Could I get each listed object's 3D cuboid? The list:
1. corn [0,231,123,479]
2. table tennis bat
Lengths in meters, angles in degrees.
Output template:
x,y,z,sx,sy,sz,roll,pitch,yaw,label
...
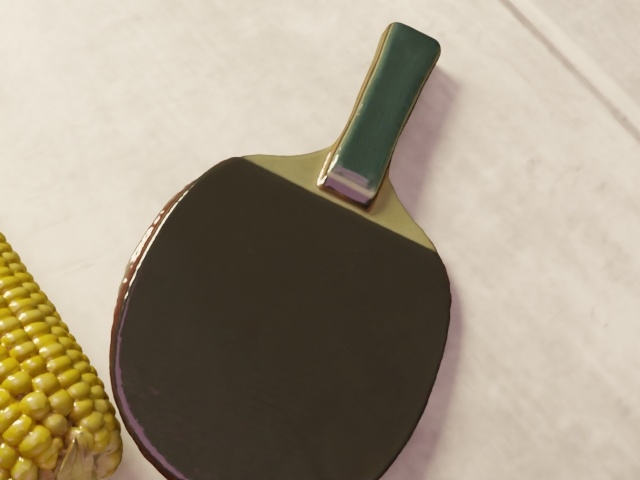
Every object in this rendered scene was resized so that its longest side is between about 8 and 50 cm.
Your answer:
x,y,z,sx,sy,sz,roll,pitch,yaw,label
-0.189,0.025,0.475,0.081,0.081,0.248,-35,75,-15,corn
0.000,0.000,0.513,0.173,0.022,0.301,26,65,-6,table tennis bat
